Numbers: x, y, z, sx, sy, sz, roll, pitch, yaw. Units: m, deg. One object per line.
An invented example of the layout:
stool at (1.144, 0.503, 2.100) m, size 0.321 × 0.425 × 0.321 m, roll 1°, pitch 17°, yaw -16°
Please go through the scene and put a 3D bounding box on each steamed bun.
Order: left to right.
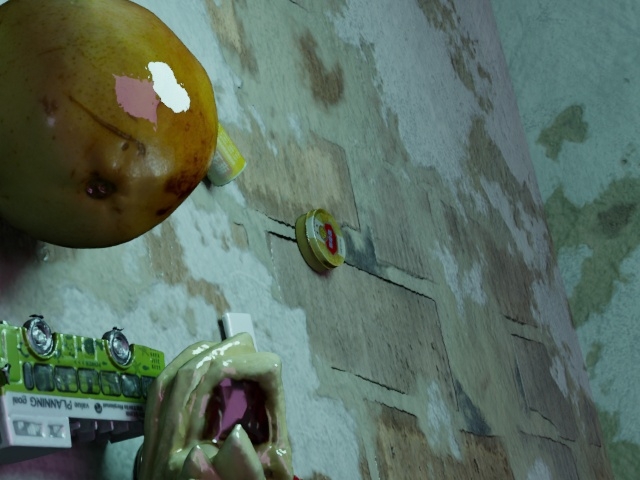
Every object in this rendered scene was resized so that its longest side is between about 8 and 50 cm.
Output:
steamed bun at (-0.109, 0.324, 1.442) m, size 0.247 × 0.189 × 0.428 m, roll -2°, pitch 92°, yaw -45°

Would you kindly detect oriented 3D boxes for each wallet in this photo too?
wallet at (-0.108, 0.163, 1.853) m, size 0.061 × 0.025 × 0.122 m, roll 14°, pitch 59°, yaw -62°

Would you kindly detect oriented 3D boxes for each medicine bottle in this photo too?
medicine bottle at (-0.189, -0.181, 1.906) m, size 0.218 × 0.074 × 0.074 m, roll 56°, pitch 29°, yaw -28°

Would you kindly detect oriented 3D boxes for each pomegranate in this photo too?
pomegranate at (-0.270, -0.143, 1.488) m, size 0.319 × 0.319 × 0.319 m, roll 43°, pitch 36°, yaw -42°

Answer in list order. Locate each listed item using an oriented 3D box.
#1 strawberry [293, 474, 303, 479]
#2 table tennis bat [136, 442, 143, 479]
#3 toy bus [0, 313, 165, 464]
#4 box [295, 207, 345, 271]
strawberry at (-0.041, 0.367, 1.720) m, size 0.236 × 0.111 × 0.190 m, roll 29°, pitch 43°, yaw -60°
table tennis bat at (-0.172, 0.356, 1.595) m, size 0.138 × 0.022 × 0.247 m, roll 24°, pitch 48°, yaw -57°
toy bus at (-0.283, 0.166, 1.422) m, size 0.301 × 0.113 × 0.139 m, roll 17°, pitch 60°, yaw -60°
box at (0.000, 0.000, 2.172) m, size 0.105 × 0.037 × 0.106 m, roll 43°, pitch 36°, yaw -41°
